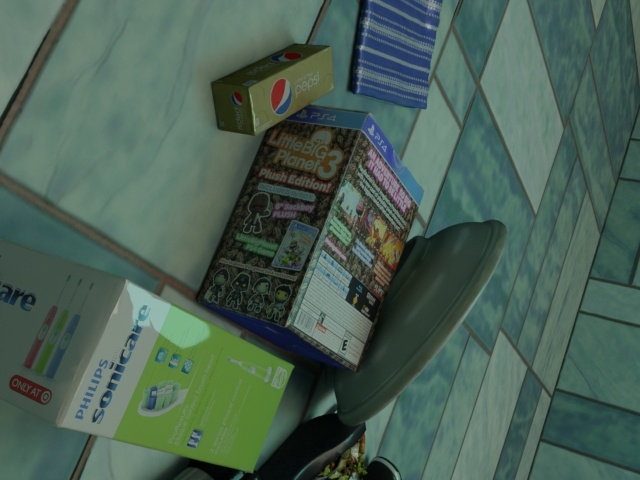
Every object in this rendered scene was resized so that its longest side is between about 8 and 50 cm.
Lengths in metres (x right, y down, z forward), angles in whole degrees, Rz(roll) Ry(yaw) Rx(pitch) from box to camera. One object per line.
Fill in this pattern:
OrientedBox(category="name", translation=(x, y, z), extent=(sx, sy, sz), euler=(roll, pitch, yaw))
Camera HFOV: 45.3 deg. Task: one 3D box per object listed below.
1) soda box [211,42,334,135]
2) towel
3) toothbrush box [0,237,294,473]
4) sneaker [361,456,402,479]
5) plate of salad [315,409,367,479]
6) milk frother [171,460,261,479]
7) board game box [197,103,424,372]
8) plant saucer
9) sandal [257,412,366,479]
OrientedBox(category="soda box", translation=(-0.054, -0.193, 0.960), extent=(0.181, 0.058, 0.061), euler=(-39, 133, -45))
OrientedBox(category="towel", translation=(0.142, -0.387, 1.228), extent=(0.243, 0.040, 0.336), euler=(-3, 104, -58))
OrientedBox(category="toothbrush box", translation=(-0.188, 0.109, 0.711), extent=(0.283, 0.206, 0.122), euler=(44, 65, -56))
OrientedBox(category="sneaker", translation=(0.090, 0.530, 1.452), extent=(0.097, 0.084, 0.235), euler=(11, 92, -58))
OrientedBox(category="plate of salad", translation=(0.039, 0.383, 1.346), extent=(0.200, 0.048, 0.200), euler=(-30, 127, -51))
OrientedBox(category="milk frother", translation=(-0.160, 0.290, 0.955), extent=(0.143, 0.129, 0.134), euler=(54, 39, 3))
OrientedBox(category="board game box", translation=(0.000, 0.000, 1.041), extent=(0.232, 0.141, 0.291), euler=(43, 64, -56))
OrientedBox(category="plant saucer", translation=(0.126, 0.103, 1.210), extent=(0.400, 0.100, 0.400), euler=(-52, -178, 3))
OrientedBox(category="sandal", translation=(-0.027, 0.348, 1.182), extent=(0.254, 0.097, 0.054), euler=(-32, 117, -37))
